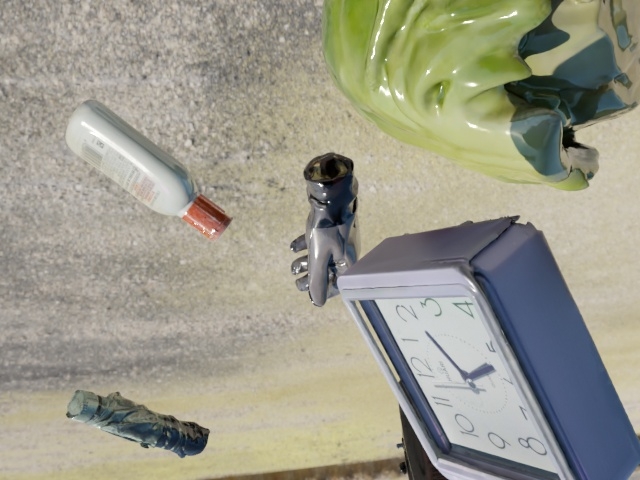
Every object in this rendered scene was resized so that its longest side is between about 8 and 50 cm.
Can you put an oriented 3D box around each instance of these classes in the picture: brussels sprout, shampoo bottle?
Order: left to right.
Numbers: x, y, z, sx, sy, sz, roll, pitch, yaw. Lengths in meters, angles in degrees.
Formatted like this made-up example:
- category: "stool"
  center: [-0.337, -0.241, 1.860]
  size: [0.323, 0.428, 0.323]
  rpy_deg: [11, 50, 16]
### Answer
- category: "shampoo bottle"
  center: [-0.209, -0.079, 0.716]
  size: [0.221, 0.051, 0.108]
  rpy_deg: [37, 148, -12]
- category: "brussels sprout"
  center: [0.195, -0.269, 0.698]
  size: [0.361, 0.425, 0.342]
  rpy_deg: [9, 144, 49]

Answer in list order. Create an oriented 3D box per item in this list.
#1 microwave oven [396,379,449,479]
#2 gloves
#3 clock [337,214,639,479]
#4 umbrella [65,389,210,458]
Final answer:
- category: "microwave oven"
  center: [0.199, 0.296, 0.811]
  size: [0.188, 0.178, 0.247]
  rpy_deg: [-9, 144, 5]
- category: "gloves"
  center: [0.010, -0.002, 0.913]
  size: [0.119, 0.142, 0.285]
  rpy_deg: [15, 134, 2]
- category: "clock"
  center: [0.110, 0.086, 0.403]
  size: [0.073, 0.193, 0.145]
  rpy_deg: [-34, -169, -30]
- category: "umbrella"
  center: [-0.213, 0.217, 0.680]
  size: [0.188, 0.050, 0.046]
  rpy_deg: [36, 86, -42]
